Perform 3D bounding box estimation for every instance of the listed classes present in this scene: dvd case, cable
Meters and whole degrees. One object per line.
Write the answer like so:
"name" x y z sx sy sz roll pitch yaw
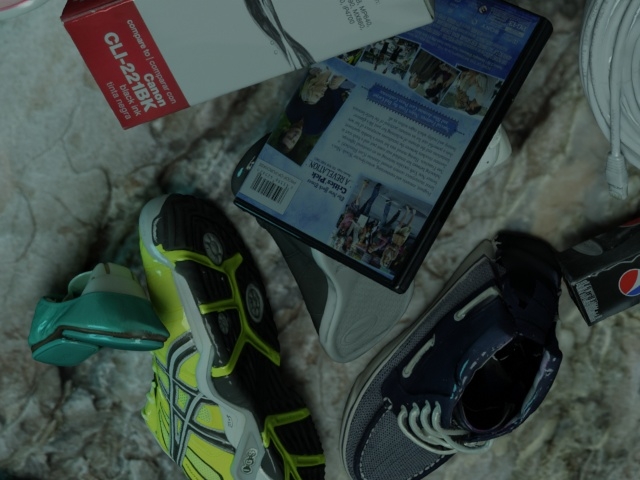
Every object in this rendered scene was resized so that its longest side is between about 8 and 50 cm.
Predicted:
"dvd case" 0.057 -0.102 1.335 0.180 0.022 0.253 28 87 30
"cable" 0.347 -0.162 1.359 0.257 0.089 0.257 -10 122 15

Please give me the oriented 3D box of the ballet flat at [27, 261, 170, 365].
"ballet flat" -0.211 0.065 1.508 0.083 0.087 0.247 14 166 -28

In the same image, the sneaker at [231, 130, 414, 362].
"sneaker" 0.000 0.000 1.506 0.104 0.147 0.295 -36 151 -13

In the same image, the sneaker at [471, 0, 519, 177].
"sneaker" 0.129 -0.119 1.425 0.115 0.090 0.232 20 131 -16

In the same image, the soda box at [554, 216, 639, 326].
"soda box" 0.306 0.012 1.482 0.169 0.060 0.053 -24 119 4

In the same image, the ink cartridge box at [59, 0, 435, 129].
"ink cartridge box" -0.048 -0.221 1.296 0.273 0.197 0.114 -18 121 16

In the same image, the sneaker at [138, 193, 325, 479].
"sneaker" -0.117 0.135 1.571 0.147 0.145 0.384 -6 117 21

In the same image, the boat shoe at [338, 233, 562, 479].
"boat shoe" 0.116 0.158 1.552 0.127 0.158 0.340 24 121 -10

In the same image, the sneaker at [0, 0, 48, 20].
"sneaker" -0.290 -0.229 1.397 0.134 0.051 0.070 -11 127 17
